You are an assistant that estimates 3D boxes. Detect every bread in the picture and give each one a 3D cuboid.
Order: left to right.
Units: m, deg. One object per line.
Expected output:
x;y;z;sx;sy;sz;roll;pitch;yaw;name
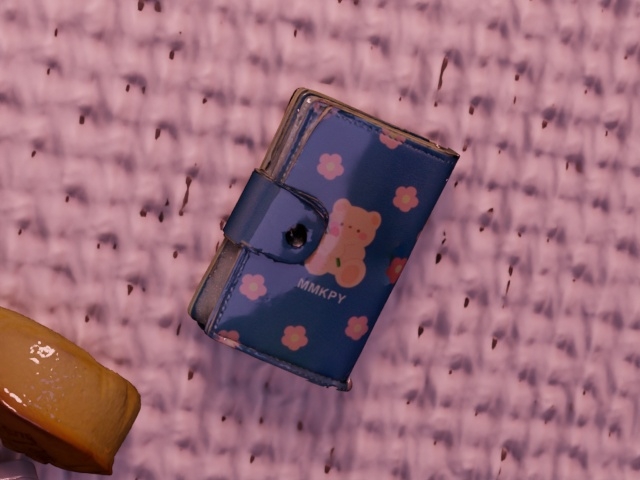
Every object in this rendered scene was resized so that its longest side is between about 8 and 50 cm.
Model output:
-0.202;0.109;1.420;0.156;0.125;0.086;33;78;-16;bread

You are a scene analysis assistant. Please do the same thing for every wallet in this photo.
0.000;0.001;1.472;0.141;0.059;0.202;23;99;-17;wallet

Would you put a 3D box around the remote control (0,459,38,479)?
-0.323;0.220;1.442;0.250;0.034;0.103;-10;139;-11;remote control
